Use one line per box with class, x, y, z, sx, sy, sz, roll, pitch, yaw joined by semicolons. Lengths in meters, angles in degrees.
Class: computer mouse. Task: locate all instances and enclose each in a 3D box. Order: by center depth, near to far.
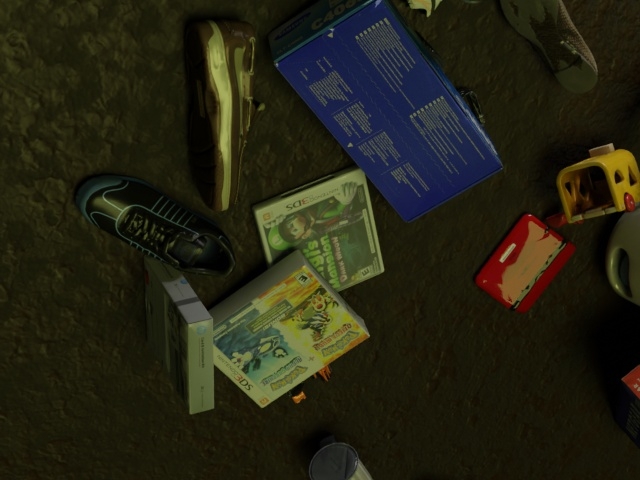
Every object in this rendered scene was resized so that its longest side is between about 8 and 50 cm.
computer mouse;0.166;-0.218;1.678;0.071;0.041;0.242;-49;128;5

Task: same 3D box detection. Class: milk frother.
milk frother;0.011;0.401;1.897;0.143;0.129;0.134;-39;131;-10

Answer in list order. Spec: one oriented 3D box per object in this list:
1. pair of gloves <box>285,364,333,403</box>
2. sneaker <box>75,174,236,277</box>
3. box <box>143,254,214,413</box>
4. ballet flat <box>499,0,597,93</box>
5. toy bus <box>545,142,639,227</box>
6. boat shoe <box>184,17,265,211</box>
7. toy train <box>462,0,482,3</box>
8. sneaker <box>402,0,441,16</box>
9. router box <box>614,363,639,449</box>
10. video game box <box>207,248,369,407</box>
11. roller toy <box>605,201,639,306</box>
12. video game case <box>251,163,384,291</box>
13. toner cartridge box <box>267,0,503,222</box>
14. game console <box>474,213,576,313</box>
pair of gloves;-0.023;0.212;1.845;0.083;0.010;0.074;-34;128;-2
sneaker;-0.211;-0.015;1.570;0.232;0.090;0.081;21;106;-35
box;-0.192;0.122;1.597;0.038;0.186;0.145;-12;122;-24
ballet flat;0.327;-0.313;1.702;0.084;0.058;0.250;-24;127;27
toy bus;0.449;-0.095;1.848;0.191;0.202;0.104;-18;94;-9
boat shoe;-0.113;-0.161;1.538;0.095;0.095;0.257;-15;123;-26
toy train;0.228;-0.471;1.494;0.190;0.142;0.333;-29;130;-54
sneaker;0.121;-0.335;1.588;0.109;0.040;0.043;23;107;-34
router box;0.657;0.219;2.059;0.301;0.082;0.335;-38;157;-3
video game box;-0.060;0.134;1.738;0.205;0.048;0.187;-35;130;9
roller toy;0.575;0.023;1.958;0.191;0.146;0.209;26;94;-38
video game case;0.000;0.000;1.729;0.173;0.022;0.190;-23;125;-14
toner cartridge box;0.094;-0.186;1.609;0.165;0.075;0.348;-31;129;14
game console;0.334;0.038;1.927;0.124;0.085;0.144;36;98;-5
